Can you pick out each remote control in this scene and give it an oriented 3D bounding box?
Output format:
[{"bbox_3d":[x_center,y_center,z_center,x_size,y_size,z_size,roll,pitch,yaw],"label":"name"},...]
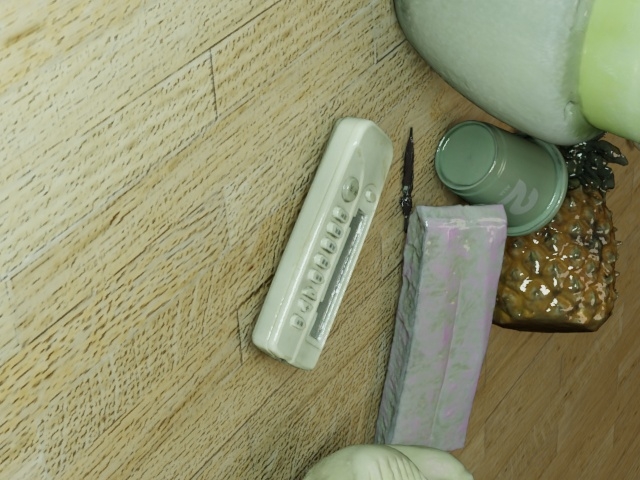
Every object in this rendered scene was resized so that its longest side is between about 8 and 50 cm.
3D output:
[{"bbox_3d":[0.001,0.000,1.305,0.090,0.049,0.230,39,69,-61],"label":"remote control"}]

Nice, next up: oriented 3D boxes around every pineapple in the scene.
[{"bbox_3d":[0.288,-0.060,1.718,0.169,0.169,0.341,18,78,-62],"label":"pineapple"}]

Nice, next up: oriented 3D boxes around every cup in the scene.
[{"bbox_3d":[0.192,-0.076,1.559,0.141,0.120,0.120,28,80,-50],"label":"cup"}]

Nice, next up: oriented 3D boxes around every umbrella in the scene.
[{"bbox_3d":[0.090,-0.059,1.476,0.022,0.013,0.122,-48,144,-49],"label":"umbrella"}]

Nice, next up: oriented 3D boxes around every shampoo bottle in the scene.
[{"bbox_3d":[0.238,-0.255,1.339,0.322,0.317,0.322,-46,151,-34],"label":"shampoo bottle"}]

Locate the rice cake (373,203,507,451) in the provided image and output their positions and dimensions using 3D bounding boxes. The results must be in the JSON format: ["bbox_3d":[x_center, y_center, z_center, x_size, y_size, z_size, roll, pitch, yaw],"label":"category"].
[{"bbox_3d":[0.127,0.099,1.536,0.106,0.050,0.298,-2,113,-24],"label":"rice cake"}]

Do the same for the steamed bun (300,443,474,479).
[{"bbox_3d":[0.054,0.372,1.400,0.352,0.247,0.339,-10,76,-59],"label":"steamed bun"}]

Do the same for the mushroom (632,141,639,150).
[{"bbox_3d":[0.421,-0.186,1.994,0.068,0.043,0.306,-57,154,6],"label":"mushroom"}]
